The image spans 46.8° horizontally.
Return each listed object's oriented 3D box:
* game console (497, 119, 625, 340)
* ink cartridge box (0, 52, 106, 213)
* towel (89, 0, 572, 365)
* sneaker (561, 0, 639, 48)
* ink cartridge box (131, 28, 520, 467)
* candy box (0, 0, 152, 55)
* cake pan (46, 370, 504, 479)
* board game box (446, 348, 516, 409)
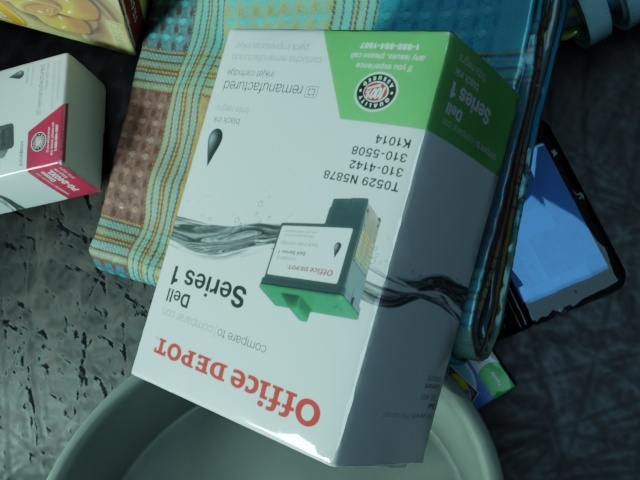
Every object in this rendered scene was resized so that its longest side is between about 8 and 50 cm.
[{"bbox_3d":[0.130,-0.010,0.525,0.085,0.124,0.144,-34,73,37],"label":"game console"},{"bbox_3d":[-0.272,-0.088,0.652,0.151,0.063,0.109,-10,69,15],"label":"ink cartridge box"},{"bbox_3d":[-0.023,-0.078,0.542,0.370,0.040,0.271,10,85,36],"label":"towel"},{"bbox_3d":[0.255,-0.177,0.489,0.208,0.127,0.319,-45,64,5],"label":"sneaker"},{"bbox_3d":[0.000,0.000,0.425,0.160,0.093,0.219,12,85,37],"label":"ink cartridge box"},{"bbox_3d":[-0.293,-0.246,0.566,0.317,0.183,0.087,13,84,-7],"label":"candy box"},{"bbox_3d":[-0.034,0.174,0.453,0.293,0.054,0.293,-9,45,9],"label":"cake pan"},{"bbox_3d":[0.035,0.059,0.567,0.136,0.035,0.201,-35,75,10],"label":"board game box"}]
